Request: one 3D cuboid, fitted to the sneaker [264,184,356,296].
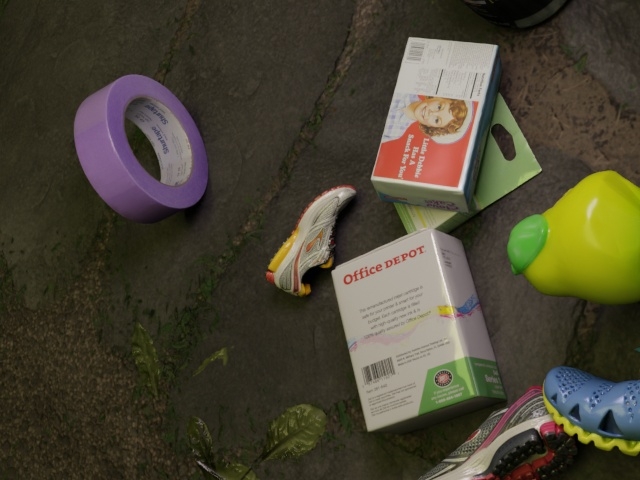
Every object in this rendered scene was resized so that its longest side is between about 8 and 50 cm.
[{"bbox_3d":[0.000,0.000,1.810,0.093,0.088,0.225,36,102,15],"label":"sneaker"}]

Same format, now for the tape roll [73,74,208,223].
[{"bbox_3d":[-0.337,-0.174,1.957,0.090,0.275,0.274,-23,67,30],"label":"tape roll"}]

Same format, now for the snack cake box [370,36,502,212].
[{"bbox_3d":[0.190,-0.188,1.646,0.152,0.089,0.264,10,72,19],"label":"snack cake box"}]

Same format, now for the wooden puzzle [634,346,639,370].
[{"bbox_3d":[0.499,0.191,1.444,0.079,0.014,0.116,-31,63,21],"label":"wooden puzzle"}]

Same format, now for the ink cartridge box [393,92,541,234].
[{"bbox_3d":[0.222,-0.120,1.687,0.235,0.056,0.171,-36,60,26],"label":"ink cartridge box"}]

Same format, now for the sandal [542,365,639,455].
[{"bbox_3d":[0.454,0.229,1.380,0.318,0.126,0.138,18,121,29],"label":"sandal"}]

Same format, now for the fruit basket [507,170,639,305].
[{"bbox_3d":[0.441,-0.030,1.315,0.392,0.392,0.282,18,90,37],"label":"fruit basket"}]

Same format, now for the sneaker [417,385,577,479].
[{"bbox_3d":[0.251,0.334,1.539,0.299,0.121,0.112,-37,32,24],"label":"sneaker"}]

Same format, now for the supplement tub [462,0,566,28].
[{"bbox_3d":[0.251,-0.473,1.568,0.207,0.338,0.207,-9,75,33],"label":"supplement tub"}]

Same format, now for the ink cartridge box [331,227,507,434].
[{"bbox_3d":[0.153,0.147,1.634,0.201,0.117,0.278,-24,67,29],"label":"ink cartridge box"}]
